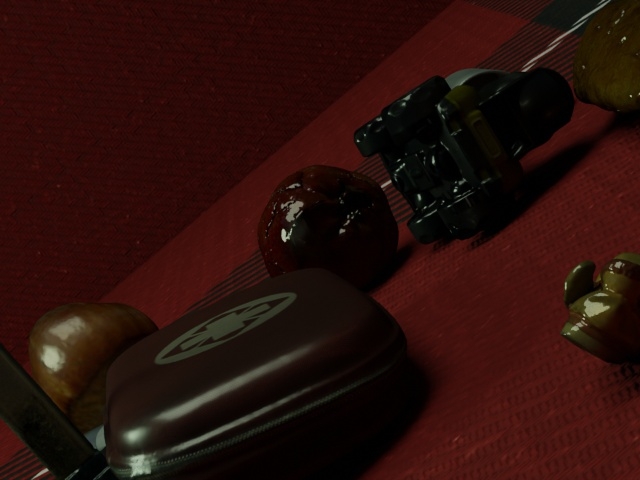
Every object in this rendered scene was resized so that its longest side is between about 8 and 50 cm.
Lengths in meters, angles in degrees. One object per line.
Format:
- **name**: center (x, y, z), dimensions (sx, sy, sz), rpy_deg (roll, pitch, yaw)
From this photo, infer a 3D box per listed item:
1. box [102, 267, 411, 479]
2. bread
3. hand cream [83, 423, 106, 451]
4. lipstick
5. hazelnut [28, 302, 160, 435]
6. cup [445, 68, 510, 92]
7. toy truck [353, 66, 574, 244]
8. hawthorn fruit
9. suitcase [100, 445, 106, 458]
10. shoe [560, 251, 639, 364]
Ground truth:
- **box**: center (-0.060, 0.121, 1.623), dimensions (0.263, 0.108, 0.404), rpy_deg (-26, 9, -5)
- **bread**: center (0.302, -0.161, 1.712), dimensions (0.124, 0.084, 0.344), rpy_deg (-62, 8, 4)
- **hand cream**: center (-0.206, 0.210, 2.131), dimensions (0.255, 0.048, 0.079), rpy_deg (-31, 11, 43)
- **lipstick**: center (-0.232, 0.160, 1.613), dimensions (0.051, 0.312, 0.051), rpy_deg (-43, 9, -10)
- **hazelnut**: center (-0.274, 0.156, 2.328), dimensions (0.182, 0.182, 0.182), rpy_deg (-39, 9, 7)
- **cup**: center (0.191, -0.129, 2.053), dimensions (0.133, 0.136, 0.099), rpy_deg (-140, 65, -82)
- **toy truck**: center (0.146, -0.097, 1.875), dimensions (0.165, 0.147, 0.224), rpy_deg (-33, 3, -15)
- **hawthorn fruit**: center (0.000, 0.000, 2.021), dimensions (0.148, 0.148, 0.172), rpy_deg (-47, -1, -38)
- **suitcase**: center (-0.183, 0.230, 1.884), dimensions (0.285, 0.066, 0.206), rpy_deg (-44, 10, -23)
- **shoe**: center (0.190, 0.043, 1.212), dimensions (0.109, 0.072, 0.069), rpy_deg (11, -69, -57)
